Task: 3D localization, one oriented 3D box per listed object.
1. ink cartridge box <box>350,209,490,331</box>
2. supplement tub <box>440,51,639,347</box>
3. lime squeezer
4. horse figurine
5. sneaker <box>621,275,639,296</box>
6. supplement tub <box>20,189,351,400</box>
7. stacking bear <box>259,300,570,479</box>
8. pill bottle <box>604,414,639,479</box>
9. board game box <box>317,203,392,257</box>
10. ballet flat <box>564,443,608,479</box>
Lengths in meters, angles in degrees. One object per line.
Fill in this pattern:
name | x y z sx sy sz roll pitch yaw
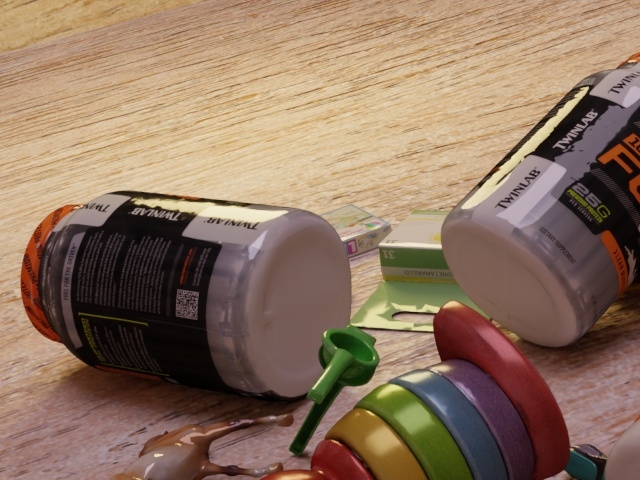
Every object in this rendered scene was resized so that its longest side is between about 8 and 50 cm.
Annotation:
ink cartridge box | 0.146 0.032 2.041 0.171 0.056 0.235 2 23 26
supplement tub | 0.294 -0.052 1.883 0.316 0.193 0.194 -45 36 -22
lime squeezer | 0.008 0.122 1.597 0.110 0.059 0.310 -41 -8 -13
horse figurine | -0.135 0.232 1.639 0.175 0.066 0.263 -6 24 26
sneaker | 0.394 0.022 1.969 0.175 0.064 0.067 -23 40 -13
supplement tub | -0.151 0.054 1.905 0.338 0.207 0.207 7 27 35
stacking bear | 0.058 0.207 1.521 0.289 0.175 0.164 -29 31 -21
pill bottle | 0.422 0.109 1.372 0.224 0.224 0.392 15 50 47
board game box | 0.000 0.000 2.214 0.154 0.026 0.103 -19 24 -23
ballet flat | 0.262 0.211 1.569 0.041 0.041 0.114 -19 24 -22
